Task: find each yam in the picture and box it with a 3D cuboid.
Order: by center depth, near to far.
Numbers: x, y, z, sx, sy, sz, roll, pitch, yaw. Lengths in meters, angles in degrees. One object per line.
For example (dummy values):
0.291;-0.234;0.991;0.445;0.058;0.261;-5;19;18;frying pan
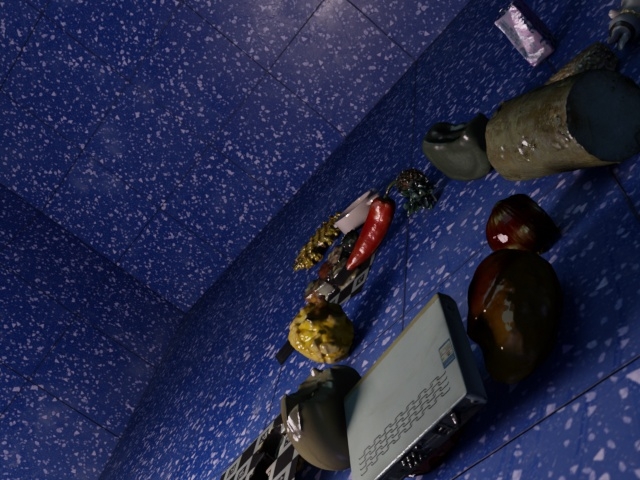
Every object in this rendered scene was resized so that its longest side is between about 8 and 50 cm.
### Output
0.407;-0.191;1.181;0.168;0.168;0.304;-55;15;-12;yam

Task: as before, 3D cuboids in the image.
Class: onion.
0.326;-0.018;1.117;0.118;0.118;0.117;-50;-20;9;onion

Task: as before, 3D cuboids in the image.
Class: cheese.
0.014;0.294;1.131;0.091;0.175;0.202;-26;-19;28;cheese

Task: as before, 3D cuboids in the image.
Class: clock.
0.118;-0.083;2.060;0.229;0.063;0.155;-32;11;49;clock

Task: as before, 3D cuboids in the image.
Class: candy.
0.516;-0.526;1.702;0.073;0.160;0.092;-38;12;38;candy

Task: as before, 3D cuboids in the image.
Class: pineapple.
0.241;-0.133;1.758;0.103;0.083;0.221;-34;15;7;pineapple

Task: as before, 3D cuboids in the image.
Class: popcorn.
0.004;0.207;1.533;0.149;0.152;0.167;-19;27;-25;popcorn

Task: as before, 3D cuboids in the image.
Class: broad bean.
0.265;0.100;0.953;0.228;0.122;0.156;-64;-1;-50;broad bean

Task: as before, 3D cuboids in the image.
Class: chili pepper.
0.141;-0.035;1.761;0.272;0.071;0.063;-66;-17;16;chili pepper

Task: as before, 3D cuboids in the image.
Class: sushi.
-0.115;0.494;1.353;0.359;0.064;0.343;-49;9;20;sushi
0.040;0.074;1.934;0.339;0.069;0.320;-38;19;47;sushi

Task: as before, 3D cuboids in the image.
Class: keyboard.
-0.072;0.275;1.884;0.155;0.010;0.053;-52;29;4;keyboard

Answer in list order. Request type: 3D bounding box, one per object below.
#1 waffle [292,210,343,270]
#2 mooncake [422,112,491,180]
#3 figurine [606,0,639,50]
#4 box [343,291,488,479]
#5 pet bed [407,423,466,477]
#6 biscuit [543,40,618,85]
0.000;0.000;2.326;0.229;0.051;0.231;-40;17;53;waffle
0.319;-0.217;1.532;0.104;0.175;0.168;-61;-27;-21;mooncake
0.605;-0.415;1.329;0.146;0.081;0.098;-58;-30;-6;figurine
0.125;0.230;0.971;0.270;0.045;0.210;-56;25;30;box
0.157;0.268;1.039;0.201;0.053;0.201;-49;18;22;pet bed
0.515;-0.326;1.370;0.082;0.070;0.168;-50;8;-33;biscuit
